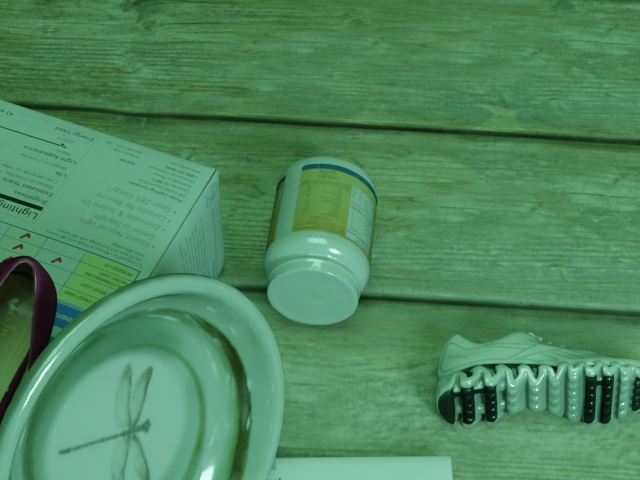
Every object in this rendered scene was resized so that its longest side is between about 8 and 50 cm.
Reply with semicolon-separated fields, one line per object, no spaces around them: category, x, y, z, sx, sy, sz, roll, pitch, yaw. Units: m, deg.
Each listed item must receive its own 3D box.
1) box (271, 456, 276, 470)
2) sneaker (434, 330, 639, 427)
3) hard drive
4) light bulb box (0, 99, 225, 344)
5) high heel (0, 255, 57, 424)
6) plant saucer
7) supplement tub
box;-0.121;0.224;1.669;0.126;0.072;0.137;-5;26;-4
sneaker;0.291;0.167;1.727;0.292;0.110;0.118;1;42;0
hard drive;0.008;0.354;1.609;0.307;0.040;0.203;0;50;0
light bulb box;-0.359;0.048;1.745;0.357;0.225;0.361;18;54;14
high heel;-0.371;0.198;1.404;0.127;0.181;0.377;13;68;-9
plant saucer;-0.211;0.218;1.467;0.100;0.400;0.400;19;51;40
supplement tub;0.000;0.000;1.834;0.144;0.144;0.200;5;51;4
